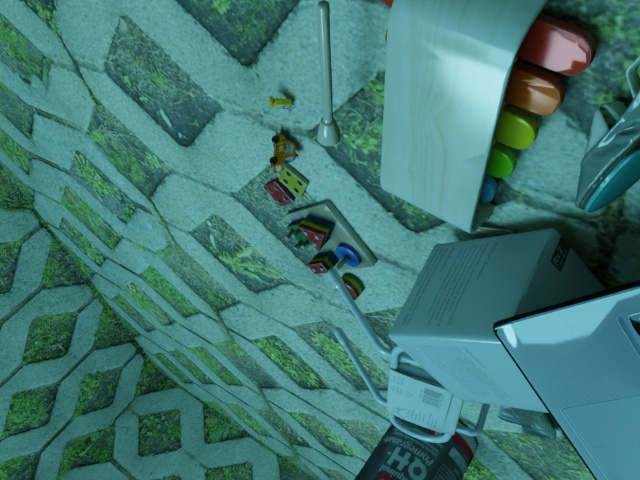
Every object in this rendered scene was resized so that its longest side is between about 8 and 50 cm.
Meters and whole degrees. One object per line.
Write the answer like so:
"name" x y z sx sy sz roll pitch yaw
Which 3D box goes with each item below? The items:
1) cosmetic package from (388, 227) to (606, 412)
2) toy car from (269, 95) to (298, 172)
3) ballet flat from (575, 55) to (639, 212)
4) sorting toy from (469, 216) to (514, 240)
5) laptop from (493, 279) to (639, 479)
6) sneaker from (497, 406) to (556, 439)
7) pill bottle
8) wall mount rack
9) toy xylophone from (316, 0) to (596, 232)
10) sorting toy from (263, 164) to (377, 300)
"cosmetic package" 0.215 0.097 0.718 0.151 0.151 0.183 43 154 -23
"toy car" -0.051 -0.142 0.843 0.040 0.060 0.122 5 155 0
"ballet flat" 0.265 -0.103 0.493 0.068 0.072 0.213 62 159 22
"sorting toy" 0.212 -0.006 0.744 0.062 0.012 0.083 15 143 38
"laptop" 0.378 0.215 0.426 0.408 0.236 0.382 -25 110 37
"sneaker" 0.335 0.273 0.955 0.053 0.061 0.152 -3 149 44
"pill bottle" 0.164 0.495 1.204 0.176 0.318 0.176 30 150 20
"wall mount rack" 0.136 0.194 0.982 0.304 0.130 0.350 17 146 16
"toy xylophone" 0.108 -0.141 0.606 0.236 0.081 0.323 34 152 15
"sorting toy" 0.000 0.000 0.992 0.274 0.046 0.132 51 151 -17
